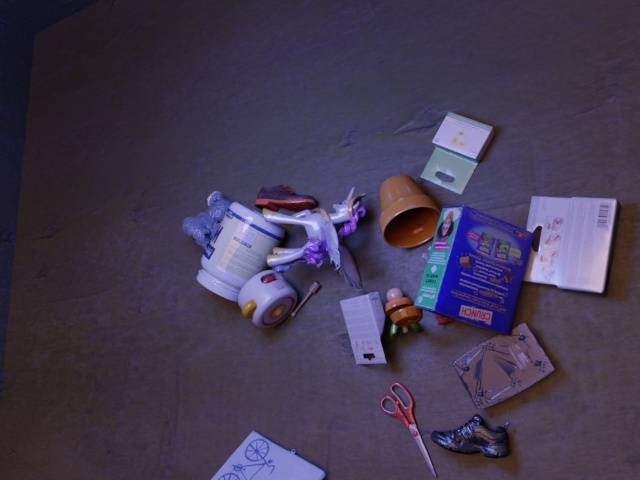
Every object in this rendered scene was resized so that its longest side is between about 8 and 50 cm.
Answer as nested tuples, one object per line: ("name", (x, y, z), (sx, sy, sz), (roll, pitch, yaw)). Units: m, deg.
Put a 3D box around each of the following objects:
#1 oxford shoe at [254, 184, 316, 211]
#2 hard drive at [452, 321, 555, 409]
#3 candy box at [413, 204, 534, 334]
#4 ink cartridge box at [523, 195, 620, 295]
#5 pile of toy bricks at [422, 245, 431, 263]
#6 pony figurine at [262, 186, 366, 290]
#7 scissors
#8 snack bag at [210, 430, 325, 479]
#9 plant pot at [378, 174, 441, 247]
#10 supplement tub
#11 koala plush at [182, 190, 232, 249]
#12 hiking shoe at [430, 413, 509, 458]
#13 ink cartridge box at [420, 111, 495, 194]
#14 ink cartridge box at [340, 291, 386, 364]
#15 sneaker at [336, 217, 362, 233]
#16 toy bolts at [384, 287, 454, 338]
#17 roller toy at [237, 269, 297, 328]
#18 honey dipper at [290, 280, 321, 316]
("oxford shoe", (-0.134, -0.171, 2.139), (0.271, 0.097, 0.099), (4, 73, 29))
("hard drive", (0.540, 0.373, 1.650), (0.254, 0.054, 0.172), (-35, 63, 16))
("candy box", (0.455, 0.089, 1.645), (0.122, 0.268, 0.317), (-5, 67, 70))
("ink cartridge box", (0.730, 0.009, 1.641), (0.238, 0.060, 0.275), (7, 81, 39))
("pile of toy bricks", (0.436, 0.013, 1.785), (0.105, 0.118, 0.212), (40, 88, -2))
("pony figurine", (0.000, 0.000, 1.894), (0.363, 0.303, 0.351), (-13, 63, 10))
("scissors", (0.297, 0.584, 1.747), (0.109, 0.021, 0.297), (-45, 59, 9))
("snack bag", (-0.192, 0.810, 1.827), (0.342, 0.037, 0.323), (15, 40, 32))
("plant pot", (0.280, -0.111, 1.849), (0.205, 0.205, 0.188), (-30, 49, 19))
("supplement tub", (-0.301, 0.044, 2.089), (0.235, 0.235, 0.325), (30, 92, 31))
("koala plush", (-0.424, -0.078, 2.229), (0.196, 0.203, 0.221), (38, 84, 30))
("hiking shoe", (0.442, 0.572, 1.648), (0.226, 0.086, 0.114), (1, 64, 23))
("ink cartridge box", (0.454, -0.296, 1.874), (0.171, 0.056, 0.235), (29, 90, 30))
("ink cartridge box", (0.155, 0.292, 1.843), (0.181, 0.056, 0.225), (-23, 83, 59))
("sneaker", (0.094, -0.069, 2.016), (0.118, 0.042, 0.067), (-42, 65, 15))
("toy bolts", (0.306, 0.186, 1.757), (0.228, 0.218, 0.159), (-16, 63, 5))
("roller toy", (-0.187, 0.215, 2.004), (0.191, 0.209, 0.146), (-43, 61, -3))
("honey dipper", (-0.058, 0.216, 2.034), (0.030, 0.030, 0.161), (45, 103, 30))
